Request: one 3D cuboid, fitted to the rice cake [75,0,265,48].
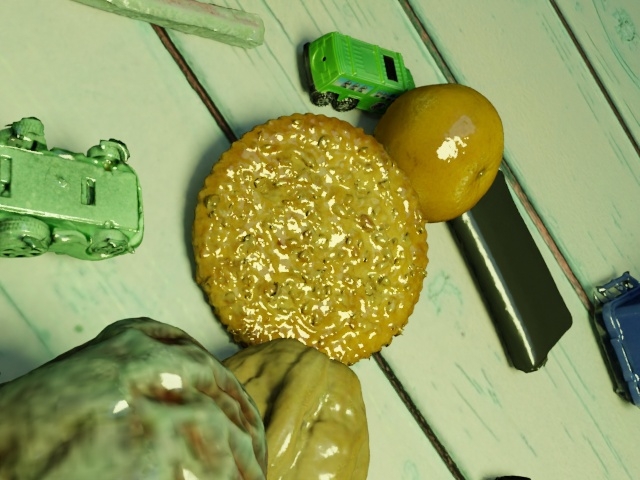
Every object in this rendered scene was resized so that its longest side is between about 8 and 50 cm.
[{"bbox_3d":[-0.142,-0.221,0.721,0.207,0.033,0.033,4,81,-40],"label":"rice cake"}]

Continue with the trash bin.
[{"bbox_3d":[0.514,0.116,1.026,0.162,0.234,0.184,-15,85,-43],"label":"trash bin"}]

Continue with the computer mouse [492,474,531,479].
[{"bbox_3d":[0.194,0.348,0.763,0.146,0.077,0.242,49,48,-18],"label":"computer mouse"}]

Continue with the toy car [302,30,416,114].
[{"bbox_3d":[0.055,-0.186,0.860,0.165,0.062,0.071,6,69,-40],"label":"toy car"}]

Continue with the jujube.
[{"bbox_3d":[-0.103,0.208,0.419,0.226,0.226,0.317,-15,79,-44],"label":"jujube"}]

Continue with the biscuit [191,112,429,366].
[{"bbox_3d":[0.000,0.000,0.714,0.253,0.035,0.254,4,82,-27],"label":"biscuit"}]

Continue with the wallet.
[{"bbox_3d":[0.241,0.035,0.953,0.149,0.044,0.250,-28,92,-48],"label":"wallet"}]

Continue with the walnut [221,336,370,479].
[{"bbox_3d":[-0.037,0.158,0.592,0.166,0.149,0.167,7,54,-10],"label":"walnut"}]

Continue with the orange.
[{"bbox_3d":[0.125,-0.100,0.837,0.136,0.159,0.159,34,36,31],"label":"orange"}]

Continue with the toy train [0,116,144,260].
[{"bbox_3d":[-0.208,-0.028,0.560,0.149,0.081,0.099,8,68,-46],"label":"toy train"}]
